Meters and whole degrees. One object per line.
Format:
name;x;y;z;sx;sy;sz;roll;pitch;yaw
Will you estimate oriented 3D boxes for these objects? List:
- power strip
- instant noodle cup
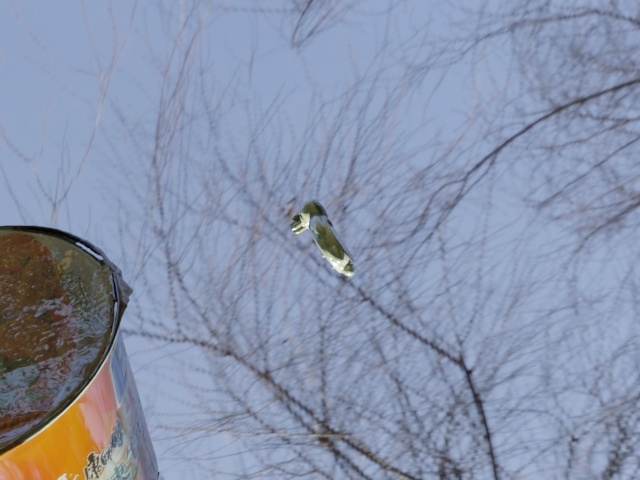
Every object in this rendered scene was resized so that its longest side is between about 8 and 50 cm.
power strip;0.000;0.000;1.056;0.035;0.055;0.083;-35;-131;5
instant noodle cup;-0.275;0.157;1.022;0.296;0.214;0.296;-8;-140;7
